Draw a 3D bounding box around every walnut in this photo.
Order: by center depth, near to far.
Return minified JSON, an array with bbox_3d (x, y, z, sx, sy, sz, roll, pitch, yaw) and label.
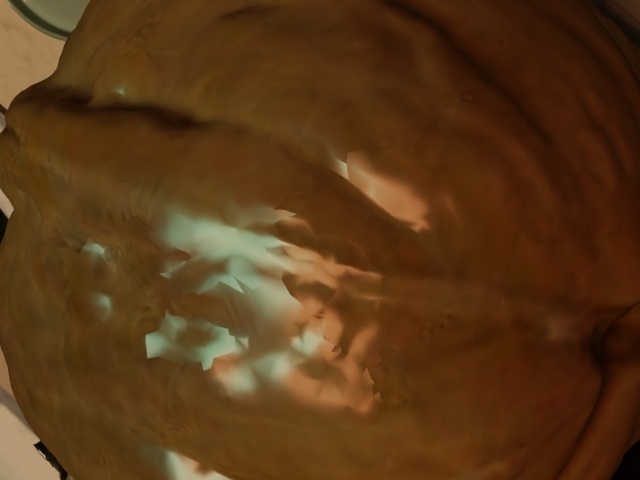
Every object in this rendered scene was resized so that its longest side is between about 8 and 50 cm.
[{"bbox_3d":[-0.002,0.000,0.675,0.313,0.252,0.277,20,127,37],"label":"walnut"}]

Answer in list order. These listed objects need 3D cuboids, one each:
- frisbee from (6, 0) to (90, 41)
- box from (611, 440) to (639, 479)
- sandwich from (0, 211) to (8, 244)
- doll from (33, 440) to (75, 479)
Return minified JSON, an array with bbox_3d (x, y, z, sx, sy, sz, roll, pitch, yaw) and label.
[{"bbox_3d":[-0.137,-0.157,0.836,0.110,0.014,0.110,17,124,27],"label":"frisbee"},{"bbox_3d":[0.178,0.235,0.811,0.290,0.073,0.289,15,125,27],"label":"box"},{"bbox_3d":[-0.230,-0.008,0.986,0.101,0.026,0.069,10,126,34],"label":"sandwich"},{"bbox_3d":[-0.104,0.186,0.967,0.149,0.095,0.192,19,129,28],"label":"doll"}]
